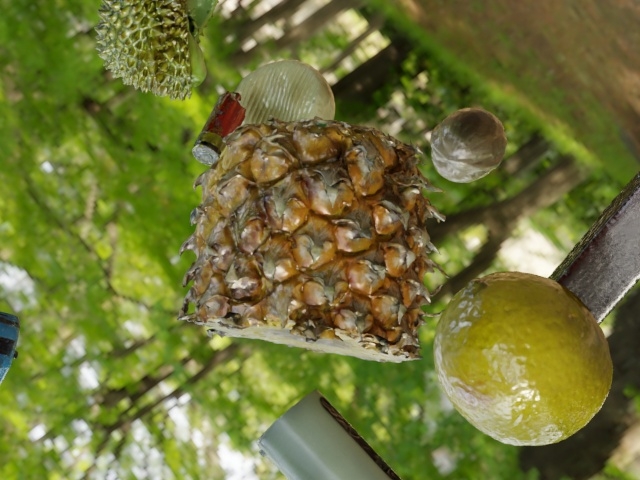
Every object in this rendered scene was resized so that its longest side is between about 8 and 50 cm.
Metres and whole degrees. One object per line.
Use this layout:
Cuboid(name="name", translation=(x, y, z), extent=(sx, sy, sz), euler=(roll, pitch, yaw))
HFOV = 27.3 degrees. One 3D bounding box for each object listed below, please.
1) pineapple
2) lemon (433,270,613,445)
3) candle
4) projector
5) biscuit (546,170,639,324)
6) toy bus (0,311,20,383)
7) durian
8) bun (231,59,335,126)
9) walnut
Cuboid(name="pineapple", translation=(-0.003, -0.001, 1.673), extent=(0.352, 0.352, 0.300), euler=(151, 127, -88))
Cuboid(name="lemon", translation=(0.292, 0.172, 1.913), extent=(0.267, 0.267, 0.267), euler=(54, 178, 3))
Cuboid(name="candle", translation=(-0.150, -0.177, 2.012), extent=(0.052, 0.131, 0.052), euler=(17, 149, 11))
Cuboid(name="projector", translation=(0.069, 0.337, 1.611), extent=(0.337, 0.108, 0.108), euler=(46, 176, 13))
Cuboid(name="biscuit", translation=(0.453, 0.052, 2.146), extent=(0.107, 0.388, 0.073), euler=(36, -158, -3))
Cuboid(name="toy bus", translation=(-0.651, 0.234, 2.481), extent=(0.113, 0.246, 0.134), euler=(16, -132, -22))
Cuboid(name="durian", translation=(-0.239, -0.331, 1.933), extent=(0.176, 0.237, 0.200), euler=(12, -175, -10))
Cuboid(name="bun", translation=(-0.066, -0.222, 2.390), extent=(0.222, 0.222, 0.127), euler=(52, 175, 43))
Cuboid(name="walnut", translation=(0.276, -0.179, 2.459), extent=(0.140, 0.140, 0.162), euler=(54, -143, -6))
